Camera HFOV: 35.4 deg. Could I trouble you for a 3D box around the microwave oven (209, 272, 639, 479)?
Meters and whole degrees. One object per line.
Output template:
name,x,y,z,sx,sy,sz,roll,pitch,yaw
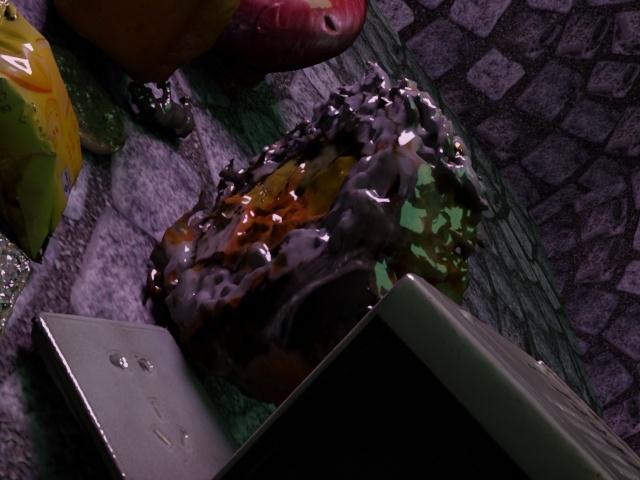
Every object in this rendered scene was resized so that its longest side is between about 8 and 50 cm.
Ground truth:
microwave oven,0.050,0.259,0.809,0.247,0.394,0.333,48,9,34

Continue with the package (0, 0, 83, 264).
package,-0.286,-0.110,0.954,0.168,0.090,0.226,-93,172,-53

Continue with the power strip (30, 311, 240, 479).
power strip,-0.172,0.167,0.933,0.213,0.064,0.198,55,17,27

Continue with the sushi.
sushi,0.001,-0.004,1.107,0.176,0.417,0.417,44,25,-32

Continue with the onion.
onion,-0.105,-0.367,1.621,0.347,0.285,0.348,15,23,-7

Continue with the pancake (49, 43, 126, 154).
pancake,-0.284,-0.167,1.185,0.151,0.025,0.152,48,23,-29

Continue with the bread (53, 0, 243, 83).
bread,-0.230,-0.308,1.259,0.194,0.179,0.340,38,4,-30

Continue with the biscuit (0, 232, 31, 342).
biscuit,-0.312,0.048,0.781,0.147,0.046,0.250,50,22,-28

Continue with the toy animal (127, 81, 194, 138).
toy animal,-0.215,-0.178,1.340,0.135,0.047,0.065,31,43,-64
